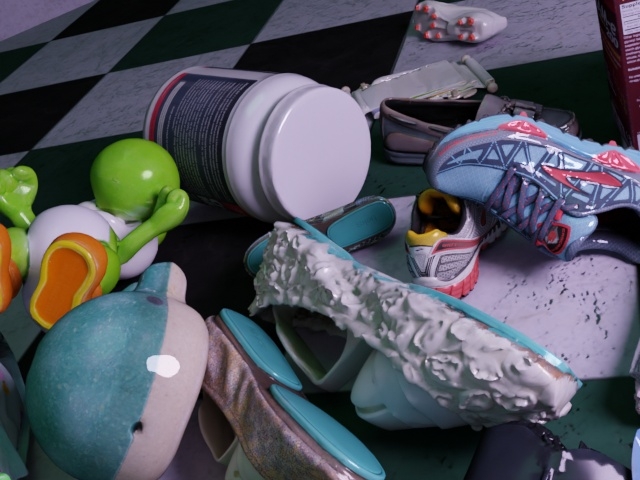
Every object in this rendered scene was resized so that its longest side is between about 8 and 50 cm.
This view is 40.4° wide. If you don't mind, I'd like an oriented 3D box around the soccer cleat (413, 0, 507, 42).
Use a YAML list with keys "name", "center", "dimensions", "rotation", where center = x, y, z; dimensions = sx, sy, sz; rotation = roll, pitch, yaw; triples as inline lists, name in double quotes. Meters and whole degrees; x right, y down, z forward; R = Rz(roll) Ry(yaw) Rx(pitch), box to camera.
- name: "soccer cleat"
  center: [0.235, -0.375, 1.497]
  dimensions: [0.076, 0.068, 0.196]
  rotation: [-17, 28, -28]

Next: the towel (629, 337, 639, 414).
- name: "towel"
  center: [0.440, 0.024, 0.709]
  dimensions: [0.317, 0.053, 0.332]
  rotation: [-4, 31, 33]

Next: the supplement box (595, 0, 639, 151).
- name: "supplement box"
  center: [0.368, -0.222, 0.996]
  dimensions: [0.073, 0.239, 0.130]
  rotation: [-13, 31, 13]

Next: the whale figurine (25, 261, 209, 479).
- name: "whale figurine"
  center: [-0.198, 0.113, 0.815]
  dimensions: [0.141, 0.216, 0.272]
  rotation: [19, 9, -20]

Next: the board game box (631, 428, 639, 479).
- name: "board game box"
  center: [0.287, 0.172, 0.581]
  dimensions: [0.168, 0.033, 0.133]
  rotation: [-18, 64, -14]

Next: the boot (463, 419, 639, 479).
- name: "boot"
  center: [0.085, 0.215, 0.590]
  dimensions: [0.246, 0.094, 0.207]
  rotation: [9, 43, 28]

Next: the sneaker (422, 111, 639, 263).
- name: "sneaker"
  center: [0.230, -0.044, 0.860]
  dimensions: [0.261, 0.104, 0.125]
  rotation: [10, 51, -2]

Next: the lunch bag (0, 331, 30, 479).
- name: "lunch bag"
  center: [-0.416, 0.183, 0.867]
  dimensions: [0.223, 0.160, 0.262]
  rotation: [-29, 21, -10]

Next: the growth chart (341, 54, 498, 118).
- name: "growth chart"
  center: [0.147, -0.234, 1.353]
  dimensions: [0.237, 0.021, 0.172]
  rotation: [-14, 31, 8]

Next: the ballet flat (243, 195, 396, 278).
- name: "ballet flat"
  center: [0.000, 0.000, 1.033]
  dimensions: [0.188, 0.070, 0.070]
  rotation: [-18, 30, -3]

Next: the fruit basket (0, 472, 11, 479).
- name: "fruit basket"
  center: [-0.341, 0.344, 0.518]
  dimensions: [0.392, 0.392, 0.283]
  rotation: [4, 0, 34]

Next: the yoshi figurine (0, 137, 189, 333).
- name: "yoshi figurine"
  center: [-0.263, -0.031, 1.011]
  dimensions: [0.203, 0.204, 0.362]
  rotation: [-32, 6, 14]

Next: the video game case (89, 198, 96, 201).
- name: "video game case"
  center: [-0.382, -0.011, 1.292]
  dimensions: [0.166, 0.015, 0.119]
  rotation: [-24, 31, -9]

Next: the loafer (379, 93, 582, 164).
- name: "loafer"
  center: [0.197, -0.150, 1.128]
  dimensions: [0.267, 0.084, 0.096]
  rotation: [-1, 35, 28]

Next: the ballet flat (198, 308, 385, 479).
- name: "ballet flat"
  center: [-0.046, 0.166, 0.755]
  dimensions: [0.106, 0.107, 0.316]
  rotation: [-55, 27, 2]

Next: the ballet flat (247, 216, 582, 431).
- name: "ballet flat"
  center: [0.058, 0.097, 0.800]
  dimensions: [0.147, 0.147, 0.409]
  rotation: [-31, 30, -20]

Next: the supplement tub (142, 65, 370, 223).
- name: "supplement tub"
  center: [-0.088, -0.127, 1.143]
  dimensions: [0.272, 0.191, 0.191]
  rotation: [16, 45, 45]

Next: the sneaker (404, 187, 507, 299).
- name: "sneaker"
  center: [0.152, -0.030, 0.952]
  dimensions: [0.088, 0.093, 0.225]
  rotation: [-4, 32, 26]
